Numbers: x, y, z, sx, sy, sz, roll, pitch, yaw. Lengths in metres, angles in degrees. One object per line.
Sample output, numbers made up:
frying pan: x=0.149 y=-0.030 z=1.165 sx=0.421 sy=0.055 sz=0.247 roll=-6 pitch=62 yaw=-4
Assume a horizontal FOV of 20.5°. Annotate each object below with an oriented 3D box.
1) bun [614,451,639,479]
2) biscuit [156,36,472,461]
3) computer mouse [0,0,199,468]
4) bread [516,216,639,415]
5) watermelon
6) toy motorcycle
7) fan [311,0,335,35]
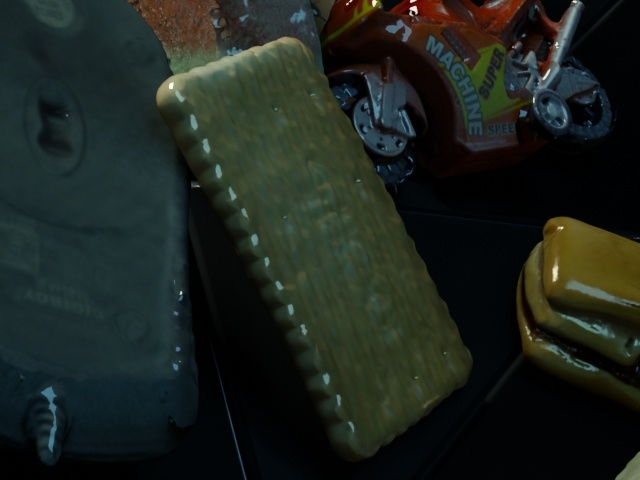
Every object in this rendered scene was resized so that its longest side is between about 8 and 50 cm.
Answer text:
bun: x=0.299 y=0.229 z=0.901 sx=0.359 sy=0.211 sz=0.360 roll=12 pitch=50 yaw=-15
biscuit: x=-0.001 y=0.000 z=1.072 sx=0.160 sy=0.030 sz=0.250 roll=-30 pitch=92 yaw=-55
computer mouse: x=-0.168 y=-0.012 z=0.999 sx=0.188 sy=0.122 sz=0.371 roll=17 pitch=43 yaw=-27
bread: x=0.230 y=0.063 z=1.199 sx=0.200 sy=0.077 sz=0.116 roll=23 pitch=30 yaw=-7
watermelon: x=-0.091 y=-0.219 z=1.209 sx=0.148 sy=0.226 sz=0.318 roll=-6 pitch=50 yaw=-17
toy motorcycle: x=0.099 y=-0.124 z=1.300 sx=0.298 sy=0.089 sz=0.171 roll=-12 pitch=67 yaw=-41
fan: x=0.016 y=-0.178 z=1.375 sx=0.132 sy=0.009 sz=0.220 roll=22 pitch=39 yaw=-23
